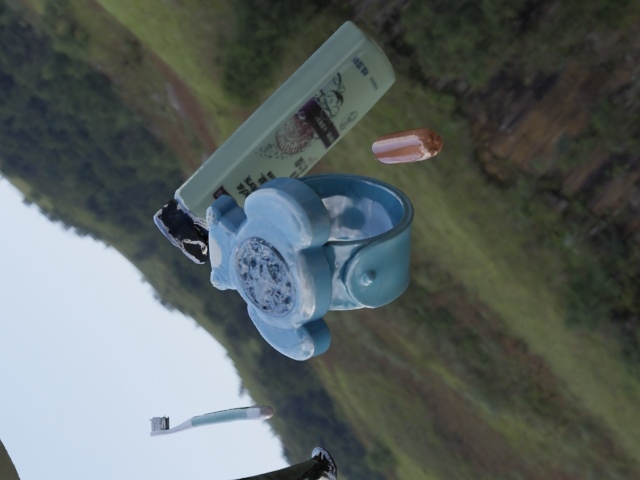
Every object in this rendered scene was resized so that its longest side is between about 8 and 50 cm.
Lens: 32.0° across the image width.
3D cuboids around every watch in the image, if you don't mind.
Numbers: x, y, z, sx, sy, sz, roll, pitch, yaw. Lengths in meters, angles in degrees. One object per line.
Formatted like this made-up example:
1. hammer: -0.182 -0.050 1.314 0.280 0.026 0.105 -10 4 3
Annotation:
1. watch: 0.000 0.000 1.223 0.193 0.211 0.211 -28 -115 -39

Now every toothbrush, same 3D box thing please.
1. toothbrush: -0.122 0.192 1.192 0.018 0.024 0.257 2 168 -34

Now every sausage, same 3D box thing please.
1. sausage: 0.090 -0.097 1.153 0.034 0.034 0.083 38 153 -32

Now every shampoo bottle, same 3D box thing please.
1. shampoo bottle: -0.054 -0.118 1.450 0.078 0.359 0.134 44 178 33

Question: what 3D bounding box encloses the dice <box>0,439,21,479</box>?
1. dice: -0.420 0.215 0.807 0.304 0.277 0.304 42 -131 12

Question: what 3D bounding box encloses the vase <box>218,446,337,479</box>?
1. vase: -0.061 0.332 1.525 0.167 0.059 0.059 -13 -137 -30
